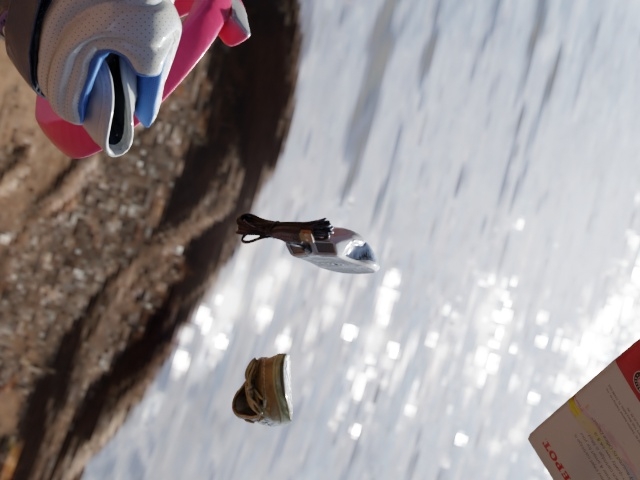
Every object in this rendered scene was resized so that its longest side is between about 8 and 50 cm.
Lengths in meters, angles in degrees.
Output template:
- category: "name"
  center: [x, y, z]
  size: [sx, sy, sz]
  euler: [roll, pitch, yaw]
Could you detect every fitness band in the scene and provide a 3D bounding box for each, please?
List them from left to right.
- category: "fitness band"
  center: [-0.168, -0.172, 1.291]
  size: [0.054, 0.209, 0.291]
  euler: [55, 7, -23]

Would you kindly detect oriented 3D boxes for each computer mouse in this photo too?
- category: "computer mouse"
  center: [0.000, 0.000, 1.528]
  size: [0.193, 0.106, 0.042]
  euler: [23, 69, -58]

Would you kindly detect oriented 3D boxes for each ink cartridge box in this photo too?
- category: "ink cartridge box"
  center: [0.277, 0.150, 1.101]
  size: [0.127, 0.128, 0.176]
  euler: [-17, 157, -36]

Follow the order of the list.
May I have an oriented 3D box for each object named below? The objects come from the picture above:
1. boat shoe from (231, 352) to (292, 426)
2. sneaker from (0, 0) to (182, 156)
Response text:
- category: "boat shoe"
  center: [-0.049, 0.128, 1.178]
  size: [0.153, 0.048, 0.056]
  euler: [109, -20, -77]
- category: "sneaker"
  center: [-0.224, -0.162, 1.097]
  size: [0.130, 0.323, 0.236]
  euler: [-10, 80, -41]
